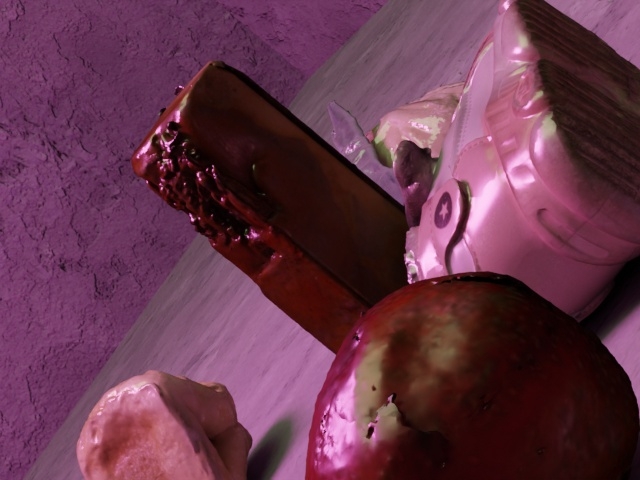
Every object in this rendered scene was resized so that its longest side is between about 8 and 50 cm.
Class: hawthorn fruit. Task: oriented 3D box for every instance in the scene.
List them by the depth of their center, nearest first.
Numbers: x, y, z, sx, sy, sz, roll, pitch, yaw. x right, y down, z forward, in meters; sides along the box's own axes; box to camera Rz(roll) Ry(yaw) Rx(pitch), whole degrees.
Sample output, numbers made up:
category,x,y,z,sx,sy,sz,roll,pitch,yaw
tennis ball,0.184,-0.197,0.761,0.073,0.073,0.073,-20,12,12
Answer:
category,x,y,z,sx,sy,sz,roll,pitch,yaw
hawthorn fruit,0.073,0.136,1.005,0.235,0.181,0.181,-68,14,-19

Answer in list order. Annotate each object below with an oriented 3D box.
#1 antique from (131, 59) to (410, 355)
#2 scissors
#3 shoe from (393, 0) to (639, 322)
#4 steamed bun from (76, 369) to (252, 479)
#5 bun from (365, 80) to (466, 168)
category,x,y,z,sx,sy,sz,roll,pitch,yaw
antique,0.000,0.000,1.406,0.093,0.310,0.087,-56,11,-33
scissors,0.051,-0.029,1.659,0.256,0.029,0.383,-63,29,7
shoe,0.145,-0.049,1.346,0.198,0.172,0.351,-50,6,21
steamed bun,-0.132,0.202,1.809,0.141,0.172,0.155,-33,-2,29
bun,0.101,-0.065,1.778,0.231,0.133,0.231,-51,7,9
